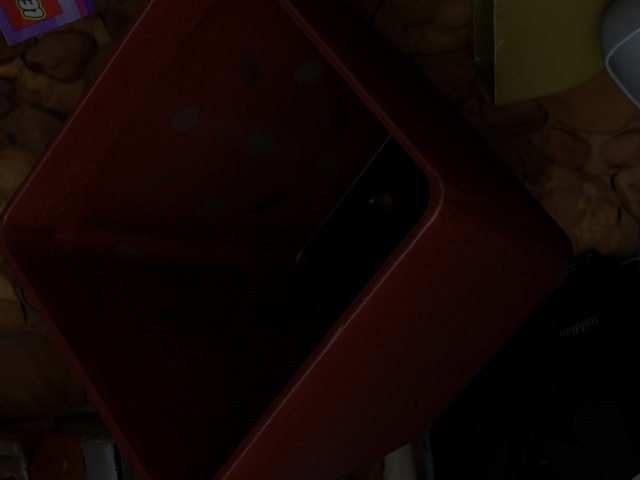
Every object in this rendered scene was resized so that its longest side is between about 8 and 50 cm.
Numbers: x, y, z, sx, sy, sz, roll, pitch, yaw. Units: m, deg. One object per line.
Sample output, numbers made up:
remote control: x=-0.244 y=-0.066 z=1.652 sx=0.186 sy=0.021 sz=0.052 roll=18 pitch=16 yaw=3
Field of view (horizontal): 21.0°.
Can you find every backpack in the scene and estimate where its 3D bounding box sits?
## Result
backpack: x=0.186 y=0.155 z=1.174 sx=0.225 sy=0.253 sz=0.191 roll=-29 pitch=108 yaw=18

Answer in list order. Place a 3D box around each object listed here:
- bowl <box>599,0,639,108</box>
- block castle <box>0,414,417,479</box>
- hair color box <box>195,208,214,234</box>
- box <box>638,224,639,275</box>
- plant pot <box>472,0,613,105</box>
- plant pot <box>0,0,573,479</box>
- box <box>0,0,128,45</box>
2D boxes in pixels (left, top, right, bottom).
bowl: x=0.255 y=-0.143 z=1.113 sx=0.142 sy=0.053 sz=0.142 roll=-32 pitch=144 yaw=21
block castle: x=-0.156 y=0.267 z=1.201 sx=0.453 sy=0.303 sz=0.212 roll=-3 pitch=102 yaw=24
hair color box: x=-0.105 y=-0.078 z=1.218 sx=0.072 sy=0.043 sz=0.141 roll=5 pitch=116 yaw=4
box: x=0.375 y=0.034 z=1.124 sx=0.311 sy=0.148 sz=0.121 roll=19 pitch=125 yaw=-4
plant pot: x=0.148 y=-0.142 z=1.139 sx=0.083 sy=0.081 sz=0.081 roll=-6 pitch=115 yaw=-3
plant pot: x=0.000 y=0.000 z=1.101 sx=0.236 sy=0.267 sz=0.267 roll=11 pitch=124 yaw=-48
box: x=-0.172 y=-0.295 z=1.117 sx=0.201 sy=0.057 sz=0.293 roll=-18 pitch=111 yaw=16
